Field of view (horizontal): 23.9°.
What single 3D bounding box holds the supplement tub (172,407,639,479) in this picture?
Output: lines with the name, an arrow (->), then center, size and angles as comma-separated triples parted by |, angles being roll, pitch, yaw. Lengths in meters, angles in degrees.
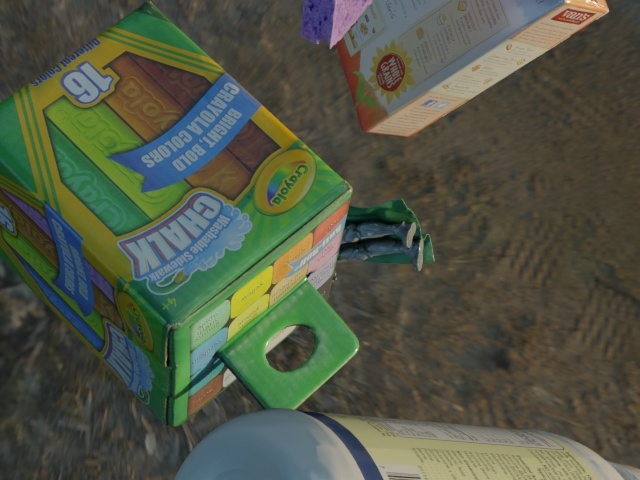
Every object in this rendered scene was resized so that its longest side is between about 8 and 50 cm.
supplement tub -> 0.075, 0.236, 0.989 | 0.324, 0.235, 0.235 | 10, 89, -34

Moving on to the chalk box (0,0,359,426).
chalk box -> -0.099, 0.003, 1.133 | 0.289, 0.179, 0.180 | 42, 64, 17

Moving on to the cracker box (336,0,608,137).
cracker box -> 0.113, -0.207, 1.270 | 0.067, 0.232, 0.156 | 2, 66, -45

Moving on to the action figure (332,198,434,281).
action figure -> 0.000, 0.000, 1.719 | 0.232, 0.137, 0.063 | 0, 56, 22

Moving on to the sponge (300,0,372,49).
sponge -> 0.050, -0.246, 1.101 | 0.031, 0.117, 0.210 | 25, 54, 17
